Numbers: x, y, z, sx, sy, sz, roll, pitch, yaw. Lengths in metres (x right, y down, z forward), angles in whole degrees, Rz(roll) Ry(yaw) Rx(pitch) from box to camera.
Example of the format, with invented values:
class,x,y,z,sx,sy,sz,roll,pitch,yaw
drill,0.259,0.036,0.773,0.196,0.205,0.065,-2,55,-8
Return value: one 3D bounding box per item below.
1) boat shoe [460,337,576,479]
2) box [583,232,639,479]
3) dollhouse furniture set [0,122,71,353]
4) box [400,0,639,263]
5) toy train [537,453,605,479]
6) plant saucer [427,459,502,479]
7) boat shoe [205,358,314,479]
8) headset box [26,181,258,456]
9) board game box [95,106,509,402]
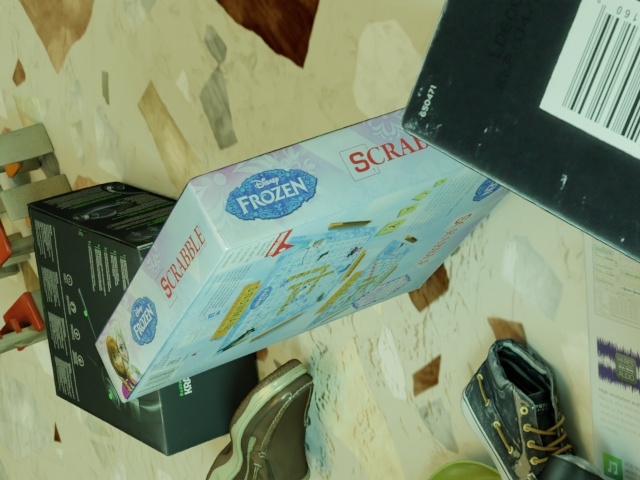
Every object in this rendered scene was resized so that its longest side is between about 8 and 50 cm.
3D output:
class,x,y,z,sx,sy,sz,roll,pitch,yaw
boat shoe,0.186,0.171,1.460,0.183,0.065,0.083,53,144,29
box,0.293,0.063,1.257,0.232,0.058,0.322,20,123,51
dollhouse furniture set,-0.421,0.010,2.235,0.262,0.135,0.259,-39,72,56
box,0.263,-0.068,0.962,0.296,0.294,0.183,34,110,40
toy train,0.171,0.338,1.316,0.190,0.334,0.142,25,175,0
plant saucer,0.166,0.315,1.567,0.241,0.037,0.241,23,118,54
boat shoe,-0.043,0.220,1.824,0.095,0.095,0.257,45,147,15
headset box,-0.197,0.082,1.935,0.283,0.131,0.246,16,118,53
board game box,0.000,0.000,1.402,0.066,0.318,0.319,62,150,14
